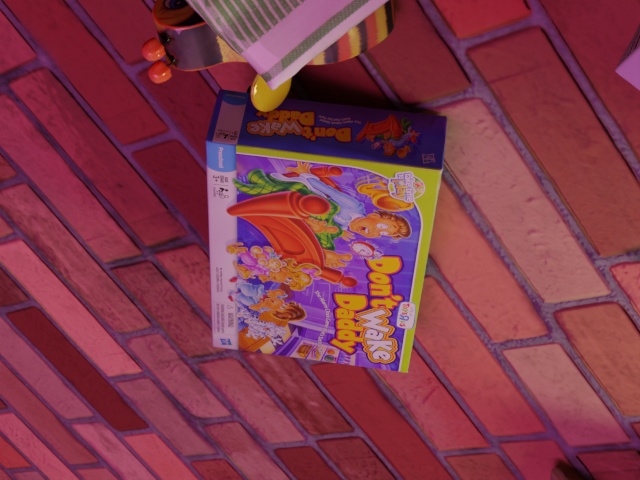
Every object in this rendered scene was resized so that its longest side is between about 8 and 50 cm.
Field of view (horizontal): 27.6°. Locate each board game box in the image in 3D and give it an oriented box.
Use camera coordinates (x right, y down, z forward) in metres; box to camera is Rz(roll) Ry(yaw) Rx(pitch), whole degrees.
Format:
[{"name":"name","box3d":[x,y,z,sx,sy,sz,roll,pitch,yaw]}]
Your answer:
[{"name":"board game box","box3d":[0.000,0.000,1.410,0.234,0.078,0.347,7,140,3]}]

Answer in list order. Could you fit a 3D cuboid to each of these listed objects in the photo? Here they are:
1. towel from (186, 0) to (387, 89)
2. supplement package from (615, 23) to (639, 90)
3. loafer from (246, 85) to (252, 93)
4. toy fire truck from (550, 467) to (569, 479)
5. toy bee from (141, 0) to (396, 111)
[{"name":"towel","box3d":[-0.057,-0.314,1.087,0.248,0.038,0.325,-37,109,16]},{"name":"supplement package","box3d":[0.371,-0.166,0.962,0.194,0.149,0.203,36,143,-5]},{"name":"loafer","box3d":[-0.055,-0.101,1.413,0.061,0.062,0.170,5,144,5]},{"name":"toy fire truck","box3d":[0.389,0.335,1.540,0.247,0.158,0.217,8,138,13]},{"name":"toy bee","box3d":[-0.087,-0.199,1.234,0.298,0.162,0.195,-5,131,38]}]
